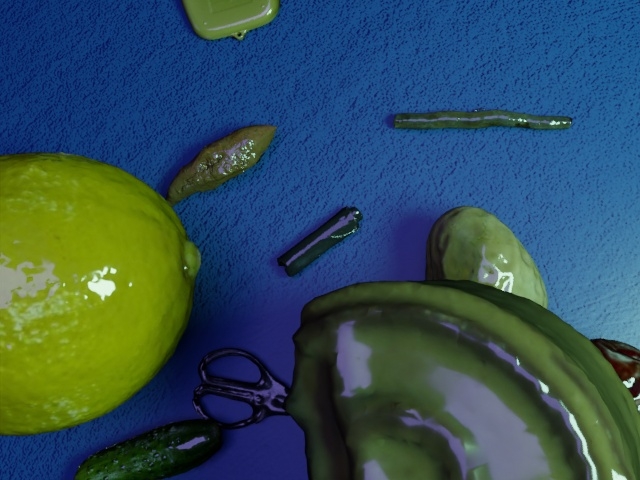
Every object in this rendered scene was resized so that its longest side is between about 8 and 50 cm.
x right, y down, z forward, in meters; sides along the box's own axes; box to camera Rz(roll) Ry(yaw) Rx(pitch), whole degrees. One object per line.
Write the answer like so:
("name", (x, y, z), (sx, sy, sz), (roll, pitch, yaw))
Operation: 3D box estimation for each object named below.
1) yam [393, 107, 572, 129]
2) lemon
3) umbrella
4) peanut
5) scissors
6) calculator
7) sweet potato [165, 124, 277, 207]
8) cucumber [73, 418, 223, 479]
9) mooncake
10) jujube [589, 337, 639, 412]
("yam", (0.215, -0.162, 1.006), (0.234, 0.029, 0.027), (2, 109, 10))
("lemon", (-0.312, 0.060, 0.914), (0.364, 0.364, 0.364), (-2, 81, 10))
("umbrella", (0.001, 0.001, 1.017), (0.133, 0.031, 0.036), (-37, 103, 3))
("peanut", (0.188, 0.107, 0.908), (0.159, 0.143, 0.291), (12, 88, 6))
("scissors", (-0.025, 0.218, 0.992), (0.300, 0.022, 0.109), (10, 87, 12))
("calculator", (-0.142, -0.407, 1.106), (0.157, 0.033, 0.236), (-14, 81, 7))
("sweet potato", (-0.147, -0.104, 1.048), (0.206, 0.060, 0.068), (-31, 43, 15))
("cucumber", (-0.235, 0.291, 0.997), (0.228, 0.069, 0.069), (-20, 78, 10))
("mooncake", (0.109, 0.233, 0.734), (0.393, 0.246, 0.394), (-47, 72, 22))
("jujube", (0.308, 0.238, 0.843), (0.183, 0.183, 0.243), (24, 103, 13))
